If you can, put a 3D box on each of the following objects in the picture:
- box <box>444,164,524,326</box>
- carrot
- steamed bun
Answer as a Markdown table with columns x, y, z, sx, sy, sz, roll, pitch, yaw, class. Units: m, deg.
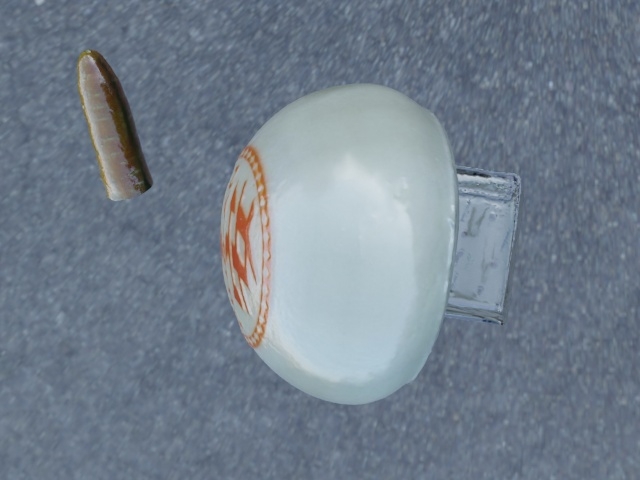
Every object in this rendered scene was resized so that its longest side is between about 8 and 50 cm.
| x | y | z | sx | sy | sz | roll | pitch | yaw | class |
| --- | --- | --- | --- | --- | --- | --- | --- | --- | --- |
| 0.163 | 0.006 | 1.597 | 0.225 | 0.297 | 0.190 | 9 | 85 | 11 | box |
| -0.188 | -0.107 | 1.026 | 0.048 | 0.048 | 0.139 | -4 | 116 | 15 | carrot |
| 0.000 | 0.000 | 0.822 | 0.145 | 0.232 | 0.232 | 6 | 118 | -13 | steamed bun |
